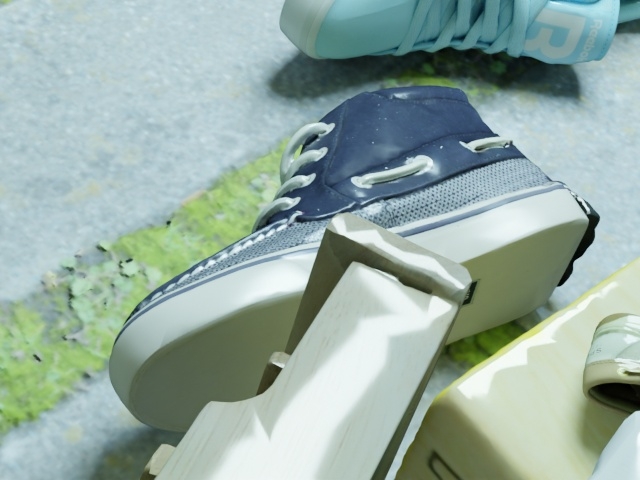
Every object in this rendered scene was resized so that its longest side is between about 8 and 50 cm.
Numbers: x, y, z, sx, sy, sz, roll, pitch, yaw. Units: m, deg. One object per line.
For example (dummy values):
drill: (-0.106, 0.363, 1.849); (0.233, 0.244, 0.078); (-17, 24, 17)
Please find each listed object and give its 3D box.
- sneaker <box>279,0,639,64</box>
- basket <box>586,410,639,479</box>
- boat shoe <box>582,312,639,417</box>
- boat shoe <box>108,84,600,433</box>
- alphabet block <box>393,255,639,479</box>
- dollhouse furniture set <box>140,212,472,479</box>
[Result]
sneaker: (0.147, -0.194, 1.008); (0.366, 0.135, 0.150); (-24, 59, -28)
basket: (0.096, 0.288, 0.347); (0.266, 0.328, 0.331); (29, 55, 23)
boat shoe: (0.183, 0.081, 0.610); (0.135, 0.050, 0.045); (22, 53, 16)
boat shoe: (0.000, 0.000, 0.838); (0.340, 0.127, 0.158); (-14, 51, -33)
alphabet block: (0.163, 0.154, 0.701); (0.192, 0.193, 0.197); (-29, 64, -33)
dollhouse furniture set: (-0.174, 0.059, 0.568); (0.394, 0.362, 0.256); (25, 40, 9)
